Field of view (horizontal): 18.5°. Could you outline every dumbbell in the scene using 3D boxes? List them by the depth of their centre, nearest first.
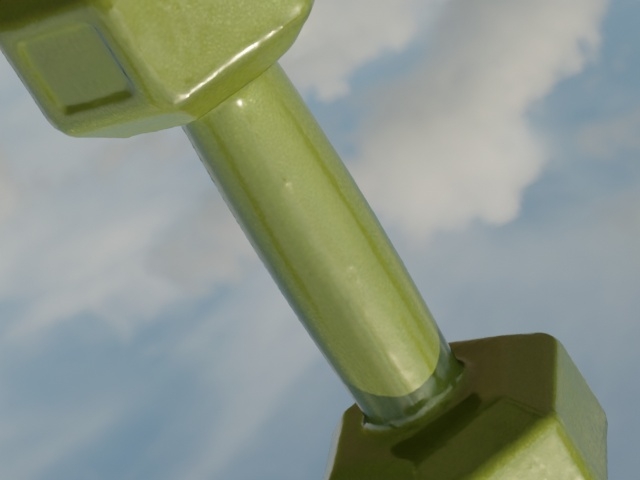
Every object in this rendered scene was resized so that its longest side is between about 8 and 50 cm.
[{"bbox_3d":[0.000,0.000,0.721,0.121,0.302,0.108,-9,-150,45],"label":"dumbbell"}]
